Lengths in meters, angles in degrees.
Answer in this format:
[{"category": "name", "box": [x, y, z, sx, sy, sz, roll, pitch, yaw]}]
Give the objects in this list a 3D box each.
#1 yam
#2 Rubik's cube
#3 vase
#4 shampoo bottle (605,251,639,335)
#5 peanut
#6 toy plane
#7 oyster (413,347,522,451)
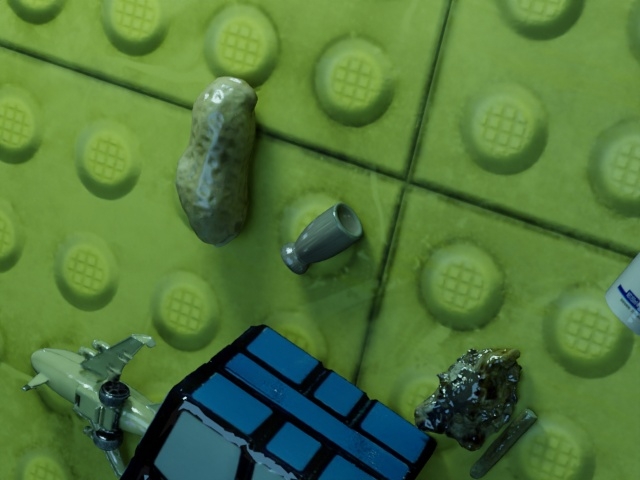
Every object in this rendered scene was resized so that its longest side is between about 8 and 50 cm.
[{"category": "yam", "box": [0.216, 0.243, 1.736, 0.021, 0.021, 0.116, 45, 116, 13]}, {"category": "Rubik's cube", "box": [-0.073, 0.311, 1.727, 0.288, 0.283, 0.293, 32, 109, 7]}, {"category": "vase", "box": [0.000, 0.000, 1.786, 0.101, 0.053, 0.053, -35, 83, 32]}, {"category": "shampoo bottle", "box": [0.430, -0.024, 1.545, 0.092, 0.092, 0.303, 44, 114, 14]}, {"category": "peanut", "box": [-0.127, -0.098, 1.810, 0.100, 0.099, 0.214, 20, 108, 22]}, {"category": "toy plane", "box": [-0.287, 0.209, 1.943, 0.256, 0.104, 0.242, 20, 123, 16]}, {"category": "oyster", "box": [0.182, 0.182, 1.727, 0.103, 0.051, 0.148, 32, 101, 11]}]
